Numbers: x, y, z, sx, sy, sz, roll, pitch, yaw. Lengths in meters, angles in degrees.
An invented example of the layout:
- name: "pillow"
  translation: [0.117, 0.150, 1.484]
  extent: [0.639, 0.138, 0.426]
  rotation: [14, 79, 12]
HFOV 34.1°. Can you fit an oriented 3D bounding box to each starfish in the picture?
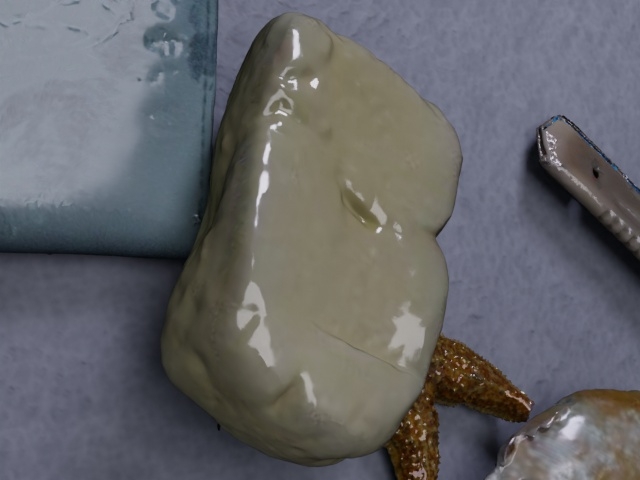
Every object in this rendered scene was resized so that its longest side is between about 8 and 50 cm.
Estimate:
- name: "starfish"
  translation: [0.041, 0.073, 0.705]
  extent: [0.227, 0.043, 0.240]
  rotation: [5, 75, -25]

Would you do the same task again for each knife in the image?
- name: "knife"
  translation: [0.297, 0.034, 0.823]
  extent: [0.365, 0.043, 0.089]
  rotation: [40, 36, -10]

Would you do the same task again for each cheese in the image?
- name: "cheese"
  translation: [-0.001, 0.001, 0.634]
  extent: [0.159, 0.093, 0.262]
  rotation: [25, 60, -26]

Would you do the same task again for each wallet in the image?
- name: "wallet"
  translation: [-0.181, -0.131, 0.612]
  extent: [0.251, 0.054, 0.290]
  rotation: [2, 91, -22]

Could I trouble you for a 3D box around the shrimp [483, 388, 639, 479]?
- name: "shrimp"
  translation: [0.154, 0.297, 0.685]
  extent: [0.221, 0.110, 0.445]
  rotation: [35, 68, -14]
